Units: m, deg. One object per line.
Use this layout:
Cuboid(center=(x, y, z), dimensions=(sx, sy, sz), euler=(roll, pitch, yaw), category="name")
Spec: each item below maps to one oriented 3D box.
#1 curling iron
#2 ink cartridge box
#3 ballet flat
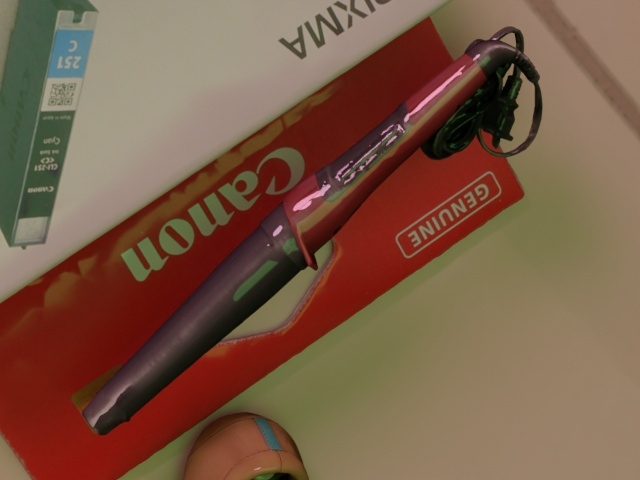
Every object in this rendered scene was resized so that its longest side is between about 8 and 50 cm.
Cuboid(center=(0.000, 0.000, 0.912), dimensions=(0.274, 0.035, 0.068), euler=(-40, 135, -6), category="curling iron")
Cuboid(center=(-0.063, -0.045, 0.906), dimensions=(0.296, 0.066, 0.261), euler=(-35, 109, -11), category="ink cartridge box")
Cuboid(center=(-0.042, 0.202, 0.953), dimensions=(0.080, 0.073, 0.232), euler=(-2, 100, -21), category="ballet flat")
